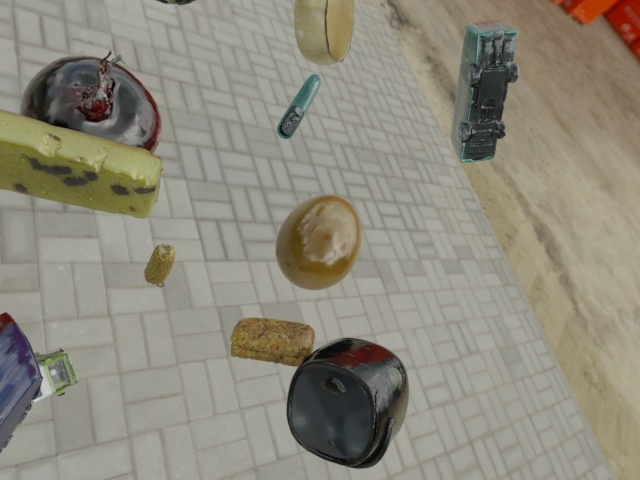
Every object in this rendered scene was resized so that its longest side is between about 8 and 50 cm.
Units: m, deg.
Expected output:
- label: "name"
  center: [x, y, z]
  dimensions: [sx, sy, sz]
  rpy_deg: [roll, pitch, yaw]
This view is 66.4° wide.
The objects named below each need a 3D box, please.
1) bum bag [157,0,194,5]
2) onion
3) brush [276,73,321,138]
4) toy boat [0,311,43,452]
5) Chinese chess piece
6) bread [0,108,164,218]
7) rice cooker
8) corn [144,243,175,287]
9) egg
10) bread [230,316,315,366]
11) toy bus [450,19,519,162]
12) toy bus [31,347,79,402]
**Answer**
- label: "bum bag"
  center: [-0.317, -0.625, 1.201]
  dimensions: [0.233, 0.060, 0.106]
  rpy_deg: [-22, 60, -15]
- label: "onion"
  center: [-0.465, -0.259, 1.007]
  dimensions: [0.273, 0.285, 0.273]
  rpy_deg: [6, 76, -27]
- label: "brush"
  center: [-0.045, -0.325, 1.169]
  dimensions: [0.043, 0.032, 0.193]
  rpy_deg: [33, 74, -16]
- label: "toy boat"
  center: [-0.435, 0.154, 0.441]
  dimensions: [0.318, 0.072, 0.219]
  rpy_deg: [4, 52, -20]
- label: "Chinese chess piece"
  center: [0.015, -0.641, 1.409]
  dimensions: [0.104, 0.257, 0.257]
  rpy_deg: [10, 38, 18]
- label: "bread"
  center: [-0.456, -0.130, 0.832]
  dimensions: [0.361, 0.138, 0.077]
  rpy_deg: [14, 53, -21]
- label: "rice cooker"
  center: [0.066, 0.353, 1.094]
  dimensions: [0.267, 0.267, 0.224]
  rpy_deg: [59, 24, 12]
- label: "corn"
  center: [-0.653, 0.101, 1.984]
  dimensions: [0.106, 0.293, 0.106]
  rpy_deg: [12, 60, -21]
- label: "egg"
  center: [0.000, 0.000, 1.487]
  dimensions: [0.250, 0.250, 0.322]
  rpy_deg: [39, 57, -12]
- label: "bread"
  center: [-0.119, 0.250, 1.225]
  dimensions: [0.211, 0.083, 0.114]
  rpy_deg: [4, 27, 10]
- label: "toy bus"
  center: [0.312, -0.281, 0.947]
  dimensions: [0.091, 0.261, 0.109]
  rpy_deg: [-6, 42, -3]
- label: "toy bus"
  center: [-0.844, 0.397, 1.427]
  dimensions: [0.139, 0.302, 0.113]
  rpy_deg: [-25, 101, -54]
